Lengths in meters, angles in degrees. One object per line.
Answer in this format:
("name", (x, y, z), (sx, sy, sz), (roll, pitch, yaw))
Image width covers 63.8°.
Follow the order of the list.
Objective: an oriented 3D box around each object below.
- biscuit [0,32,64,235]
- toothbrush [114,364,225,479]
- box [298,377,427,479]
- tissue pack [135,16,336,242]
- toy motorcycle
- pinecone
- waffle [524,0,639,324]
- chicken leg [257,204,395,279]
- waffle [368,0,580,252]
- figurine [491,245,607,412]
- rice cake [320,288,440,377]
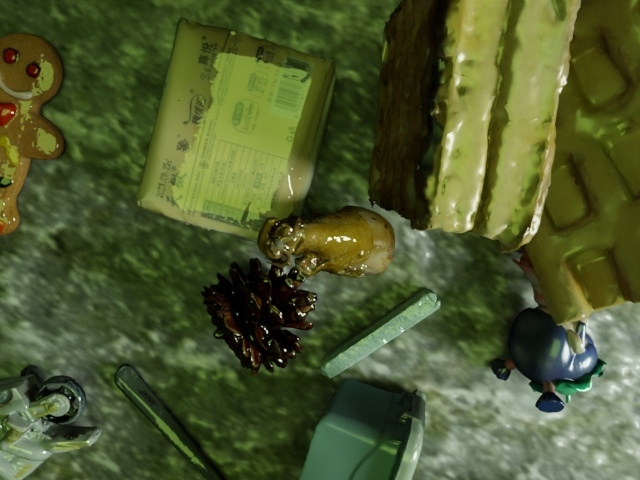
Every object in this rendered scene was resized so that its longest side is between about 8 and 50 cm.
("biscuit", (-0.401, -0.139, 0.628), (0.166, 0.036, 0.250), (33, 98, -2))
("toothbrush", (-0.169, 0.280, 0.675), (0.030, 0.030, 0.297), (-41, 92, -18))
("box", (0.045, 0.283, 0.600), (0.130, 0.162, 0.226), (18, 98, 12))
("tissue pack", (-0.093, -0.114, 0.585), (0.186, 0.090, 0.222), (14, 100, -1))
("toy motorcycle", (-0.399, 0.249, 0.663), (0.229, 0.074, 0.151), (-9, 100, 3))
("pinecone", (-0.066, 0.082, 0.593), (0.121, 0.140, 0.140), (-39, 94, -20))
("waffle", (0.311, -0.108, 0.451), (0.348, 0.078, 0.304), (-28, 71, 37))
("chicken leg", (0.003, -0.001, 0.551), (0.101, 0.208, 0.085), (15, 96, 35))
("waffle", (0.109, -0.118, 0.462), (0.091, 0.308, 0.212), (5, 99, -1))
("figurine", (0.264, 0.089, 0.593), (0.102, 0.111, 0.194), (-2, 91, -7))
("rice cake", (0.072, 0.114, 0.634), (0.171, 0.033, 0.029), (-36, 98, 7))
